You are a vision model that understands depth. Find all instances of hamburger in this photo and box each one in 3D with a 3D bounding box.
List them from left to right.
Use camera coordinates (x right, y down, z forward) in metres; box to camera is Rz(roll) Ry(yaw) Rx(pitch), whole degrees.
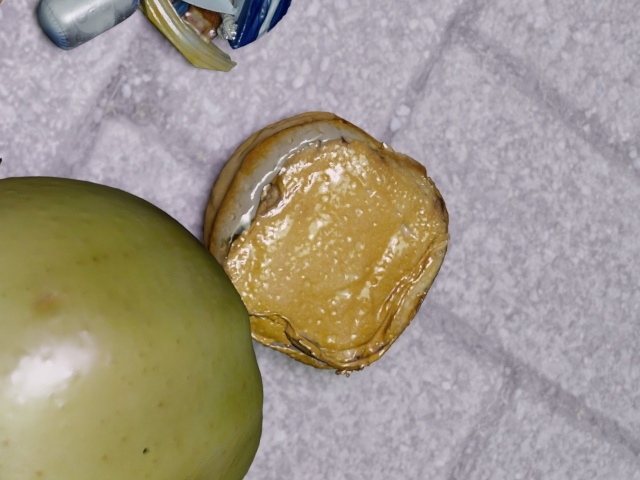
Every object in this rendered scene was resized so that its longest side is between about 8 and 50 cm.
[{"bbox_3d":[0.000,0.000,1.659,0.318,0.158,0.318,-3,97,-23],"label":"hamburger"}]

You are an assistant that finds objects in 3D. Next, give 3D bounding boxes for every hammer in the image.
[{"bbox_3d":[-0.293,-0.320,1.558,0.116,0.069,0.194,-32,102,-15],"label":"hammer"}]

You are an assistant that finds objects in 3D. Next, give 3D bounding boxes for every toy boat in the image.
[{"bbox_3d":[-0.162,-0.263,1.615,0.066,0.065,0.172,-43,115,1],"label":"toy boat"},{"bbox_3d":[-0.140,-0.360,1.586,0.291,0.070,0.210,37,55,-26],"label":"toy boat"}]

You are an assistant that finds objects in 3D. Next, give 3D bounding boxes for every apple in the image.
[{"bbox_3d":[-0.283,0.152,1.414,0.473,0.473,0.473,-2,97,-22],"label":"apple"}]

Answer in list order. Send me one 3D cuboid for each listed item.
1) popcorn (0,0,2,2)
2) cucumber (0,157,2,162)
[{"bbox_3d":[-0.480,-0.302,1.340,0.390,0.354,0.344,-7,63,-6],"label":"popcorn"},{"bbox_3d":[-0.500,-0.095,1.491,0.303,0.072,0.081,16,92,-22],"label":"cucumber"}]
